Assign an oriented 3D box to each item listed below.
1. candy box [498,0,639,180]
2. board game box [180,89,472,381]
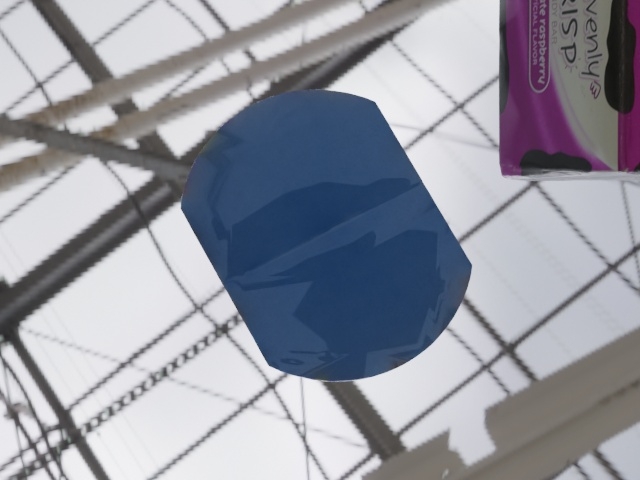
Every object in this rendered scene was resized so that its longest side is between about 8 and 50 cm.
[{"bbox_3d":[0.180,-0.101,0.495,0.233,0.071,0.159,-2,-87,-29],"label":"candy box"},{"bbox_3d":[0.000,0.000,0.756,0.133,0.033,0.169,-28,-98,-19],"label":"board game box"}]
